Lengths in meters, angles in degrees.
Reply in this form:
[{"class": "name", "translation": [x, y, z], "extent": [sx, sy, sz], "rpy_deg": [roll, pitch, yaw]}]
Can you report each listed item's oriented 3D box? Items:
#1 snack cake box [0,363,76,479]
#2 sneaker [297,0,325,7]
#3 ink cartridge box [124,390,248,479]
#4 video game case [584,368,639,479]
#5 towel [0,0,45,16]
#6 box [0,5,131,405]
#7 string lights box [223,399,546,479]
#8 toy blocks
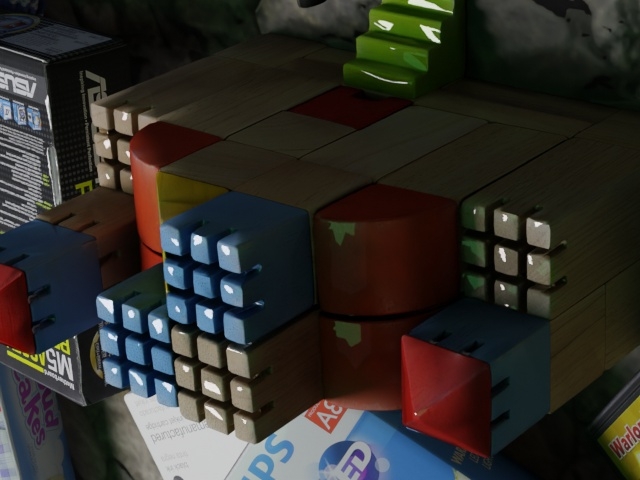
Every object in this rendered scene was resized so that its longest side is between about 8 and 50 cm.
[{"class": "snack cake box", "translation": [-0.268, 0.167, 1.291], "extent": [0.152, 0.089, 0.264], "rpy_deg": [-4, 111, 15]}, {"class": "sneaker", "translation": [-0.073, -0.211, 0.970], "extent": [0.232, 0.081, 0.090], "rpy_deg": [34, 123, 24]}, {"class": "ink cartridge box", "translation": [-0.003, 0.159, 1.086], "extent": [0.158, 0.092, 0.218], "rpy_deg": [-21, 98, 46]}, {"class": "video game case", "translation": [0.250, 0.131, 0.810], "extent": [0.248, 0.035, 0.275], "rpy_deg": [54, 154, 16]}, {"class": "towel", "translation": [-0.265, -0.188, 1.196], "extent": [0.243, 0.040, 0.336], "rpy_deg": [32, 127, 30]}, {"class": "box", "translation": [-0.213, -0.039, 1.120], "extent": [0.270, 0.060, 0.216], "rpy_deg": [19, 121, 45]}, {"class": "string lights box", "translation": [0.069, 0.180, 0.959], "extent": [0.260, 0.077, 0.133], "rpy_deg": [33, 104, 3]}, {"class": "toy blocks", "translation": [0.000, 0.000, 0.882], "extent": [0.381, 0.261, 0.190], "rpy_deg": [16, 121, 36]}]
